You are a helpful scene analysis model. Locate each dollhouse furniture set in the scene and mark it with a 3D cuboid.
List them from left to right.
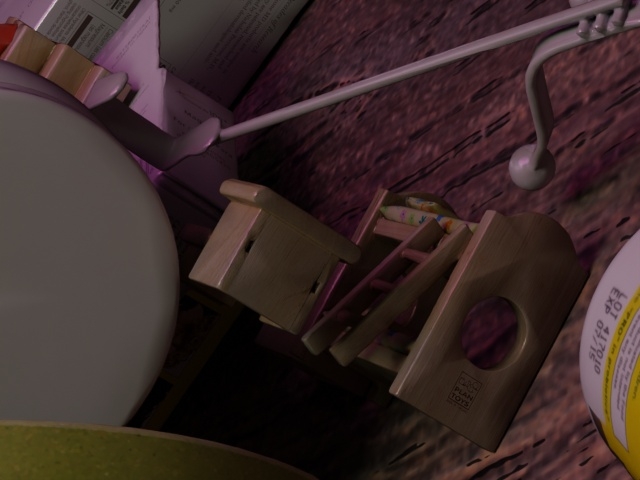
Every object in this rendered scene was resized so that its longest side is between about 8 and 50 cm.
[{"bbox_3d":[0.000,0.000,0.896,0.101,0.161,0.182,-61,26,-7],"label":"dollhouse furniture set"}]

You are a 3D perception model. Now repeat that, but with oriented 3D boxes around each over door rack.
[{"bbox_3d":[0.073,-0.141,0.939,0.324,0.108,0.239,-5,49,36],"label":"over door rack"}]

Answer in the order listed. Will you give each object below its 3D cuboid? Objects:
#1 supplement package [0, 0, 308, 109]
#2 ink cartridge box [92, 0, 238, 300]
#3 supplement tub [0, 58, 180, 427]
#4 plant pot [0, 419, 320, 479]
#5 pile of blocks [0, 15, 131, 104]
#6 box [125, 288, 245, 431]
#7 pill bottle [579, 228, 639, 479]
[{"bbox_3d":[-0.157,-0.132,1.348,0.262,0.145,0.204,-52,26,10],"label":"supplement package"},{"bbox_3d":[-0.153,0.011,1.143,0.275,0.060,0.239,-48,23,22],"label":"ink cartridge box"},{"bbox_3d":[-0.187,0.005,0.902,0.191,0.191,0.272,-60,24,-5],"label":"supplement tub"},{"bbox_3d":[-0.123,0.252,0.757,0.275,0.275,0.293,-29,54,46],"label":"plant pot"},{"bbox_3d":[-0.261,0.006,1.150,0.362,0.113,0.149,-50,23,20],"label":"pile of blocks"},{"bbox_3d":[-0.136,0.100,1.149,0.232,0.058,0.087,-56,24,5],"label":"box"},{"bbox_3d":[0.166,0.069,0.571,0.117,0.117,0.215,-53,25,9],"label":"pill bottle"}]
